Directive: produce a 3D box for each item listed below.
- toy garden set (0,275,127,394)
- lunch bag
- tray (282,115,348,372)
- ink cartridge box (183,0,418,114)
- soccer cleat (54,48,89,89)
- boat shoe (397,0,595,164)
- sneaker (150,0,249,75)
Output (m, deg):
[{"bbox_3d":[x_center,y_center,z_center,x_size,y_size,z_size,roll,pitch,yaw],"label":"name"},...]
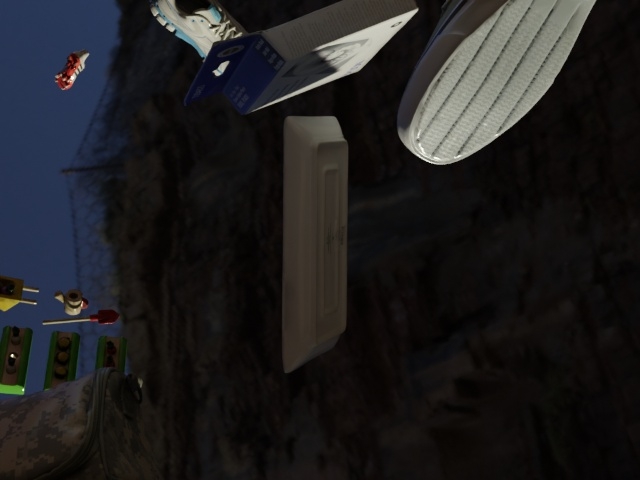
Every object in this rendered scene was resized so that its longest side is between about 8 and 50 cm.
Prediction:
[{"bbox_3d":[-0.400,0.129,1.519,0.244,0.049,0.203,7,-138,-12],"label":"toy garden set"},{"bbox_3d":[-0.313,0.286,1.100,0.212,0.305,0.256,62,-169,-61],"label":"lunch bag"},{"bbox_3d":[0.000,0.000,1.151,0.145,0.030,0.270,-17,-71,-68],"label":"tray"},{"bbox_3d":[-0.028,-0.200,1.170,0.224,0.223,0.045,-23,-92,-17],"label":"ink cartridge box"},{"bbox_3d":[-0.365,-0.252,1.556,0.029,0.083,0.035,47,-131,2],"label":"soccer cleat"},{"bbox_3d":[0.159,-0.201,0.862,0.109,0.302,0.094,26,-163,-36],"label":"boat shoe"},{"bbox_3d":[-0.139,-0.276,1.385,0.191,0.083,0.071,36,-108,-9],"label":"sneaker"}]
